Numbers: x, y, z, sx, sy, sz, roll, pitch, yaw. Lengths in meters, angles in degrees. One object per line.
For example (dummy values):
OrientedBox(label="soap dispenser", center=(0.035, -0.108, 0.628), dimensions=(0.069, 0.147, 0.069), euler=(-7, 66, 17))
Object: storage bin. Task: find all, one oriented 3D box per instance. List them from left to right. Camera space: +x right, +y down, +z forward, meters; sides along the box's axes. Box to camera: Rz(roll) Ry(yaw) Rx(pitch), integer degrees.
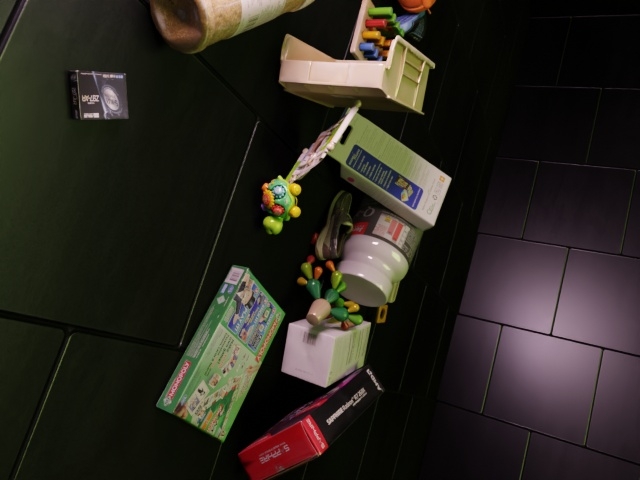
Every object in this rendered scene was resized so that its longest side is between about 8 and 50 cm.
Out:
OrientedBox(label="storage bin", center=(0.082, -0.371, 1.185), dimensions=(0.260, 0.263, 0.123), euler=(-5, 106, -61))

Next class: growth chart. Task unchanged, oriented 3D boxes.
OrientedBox(label="growth chart", center=(-0.002, -0.207, 1.175), dimensions=(0.021, 0.237, 0.171), euler=(37, 53, -16))

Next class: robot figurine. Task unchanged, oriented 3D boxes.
OrientedBox(label="robot figurine", center=(0.265, -0.744, 1.518), dimensions=(0.219, 0.158, 0.128), euler=(28, 85, -55))

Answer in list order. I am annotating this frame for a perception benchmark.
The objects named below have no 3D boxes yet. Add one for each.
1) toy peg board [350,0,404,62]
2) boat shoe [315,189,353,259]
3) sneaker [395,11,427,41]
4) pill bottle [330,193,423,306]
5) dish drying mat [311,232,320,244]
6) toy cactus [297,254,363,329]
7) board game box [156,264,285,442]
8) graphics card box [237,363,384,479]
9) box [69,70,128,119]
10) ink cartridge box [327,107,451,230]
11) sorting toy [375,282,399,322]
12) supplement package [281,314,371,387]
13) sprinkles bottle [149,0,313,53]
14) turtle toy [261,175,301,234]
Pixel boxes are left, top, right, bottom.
OrientedBox(label="toy peg board", center=(0.165, -0.556, 1.464), dimensions=(0.161, 0.079, 0.160), euler=(24, 78, -61))
OrientedBox(label="boat shoe", center=(0.054, -0.039, 1.440), dimensions=(0.223, 0.074, 0.080), euler=(-67, 151, -30))
OrientedBox(label="sneaker", center=(0.278, -0.653, 1.636), dimensions=(0.232, 0.082, 0.090), euler=(-48, 133, -45))
OrientedBox(label="pill bottle", center=(0.179, -0.002, 1.549), dimensions=(0.362, 0.210, 0.210), euler=(-62, 148, -29))
OrientedBox(label="dish drying mat", center=(0.000, 0.000, 1.433), dimensions=(0.083, 0.008, 0.032), euler=(17, 83, -62))
OrientedBox(label="toy cactus", center=(0.009, 0.153, 1.348), dimensions=(0.219, 0.112, 0.180), euler=(55, 36, -7))
OrientedBox(label="board game box", center=(-0.195, 0.241, 1.121), dimensions=(0.317, 0.046, 0.213), euler=(-64, 149, -26))
OrientedBox(label="graphics card box", center=(-0.010, 0.459, 1.349), dimensions=(0.094, 0.233, 0.371), euler=(58, 31, 10))
OrientedBox(label="box", center=(-0.318, -0.208, 0.762), dimensions=(0.083, 0.018, 0.067), euler=(-22, 118, -58))
OrientedBox(label="ink cartridge box", center=(0.182, -0.196, 1.461), dimensions=(0.371, 0.069, 0.175), euler=(33, 62, -13))
OrientedBox(label="sorting toy", center=(0.224, 0.115, 1.850), dimensions=(0.196, 0.047, 0.347), euler=(31, 72, -56))
OrientedBox(label="supplement package", center=(0.022, 0.286, 1.436), dimensions=(0.244, 0.139, 0.133), euler=(-2, 104, -63))
OrientedBox(label="sprinkles bottle", center=(-0.130, -0.432, 0.919), dimensions=(0.355, 0.121, 0.121), euler=(-48, 139, -44))
OrientedBox(label="turtle toy", center=(-0.094, -0.077, 1.159), dimensions=(0.066, 0.095, 0.130), euler=(-9, 109, -38))
